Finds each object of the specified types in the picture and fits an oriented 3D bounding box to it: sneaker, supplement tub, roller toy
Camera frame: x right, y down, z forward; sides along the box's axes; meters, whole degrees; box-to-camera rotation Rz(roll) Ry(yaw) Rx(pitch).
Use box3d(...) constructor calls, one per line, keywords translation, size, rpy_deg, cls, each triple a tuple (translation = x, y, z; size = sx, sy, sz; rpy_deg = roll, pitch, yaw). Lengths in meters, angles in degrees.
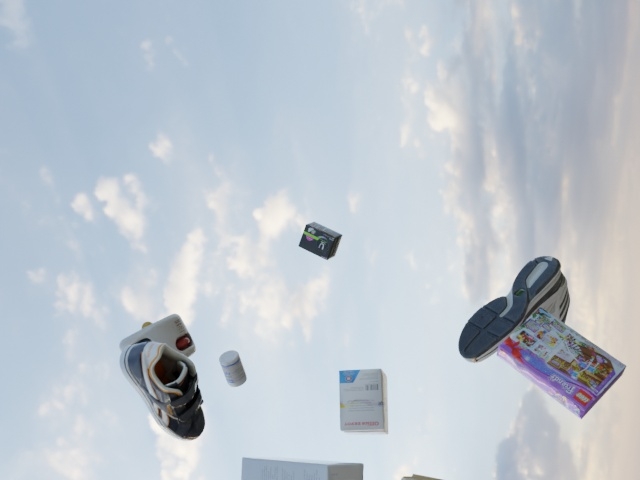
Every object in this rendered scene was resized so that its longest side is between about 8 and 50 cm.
box3d(translation=(0.664, 0.286, 2.224), size=(0.447, 0.169, 0.257), rpy_deg=(-42, -61, -10), cls="sneaker")
box3d(translation=(-0.291, 0.425, 2.263), size=(0.071, 0.071, 0.107), rpy_deg=(-51, -46, -50), cls="supplement tub")
box3d(translation=(-0.464, 0.297, 1.942), size=(0.209, 0.191, 0.146), rpy_deg=(-27, -91, -28), cls="roller toy")
box3d(translation=(-0.360, 0.381, 1.694), size=(0.321, 0.127, 0.126), rpy_deg=(59, -150, -29), cls="sneaker")

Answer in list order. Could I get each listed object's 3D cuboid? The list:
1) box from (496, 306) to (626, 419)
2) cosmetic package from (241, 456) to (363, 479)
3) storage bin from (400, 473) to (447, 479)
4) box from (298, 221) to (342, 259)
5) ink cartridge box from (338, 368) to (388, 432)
box3d(translation=(0.686, 0.345, 1.955), size=(0.201, 0.293, 0.057), rpy_deg=(-35, -36, -24), cls="box")
box3d(translation=(-0.069, 0.822, 2.186), size=(0.161, 0.453, 0.230), rpy_deg=(13, -109, -39), cls="cosmetic package")
box3d(translation=(0.304, 0.782, 1.815), size=(0.262, 0.260, 0.123), rpy_deg=(-70, 20, 9), cls="storage bin")
box3d(translation=(0.000, 0.000, 1.650), size=(0.052, 0.083, 0.062), rpy_deg=(-24, -44, -65), cls="box")
box3d(translation=(0.171, 0.633, 2.656), size=(0.168, 0.171, 0.233), rpy_deg=(59, -151, -65), cls="ink cartridge box")
